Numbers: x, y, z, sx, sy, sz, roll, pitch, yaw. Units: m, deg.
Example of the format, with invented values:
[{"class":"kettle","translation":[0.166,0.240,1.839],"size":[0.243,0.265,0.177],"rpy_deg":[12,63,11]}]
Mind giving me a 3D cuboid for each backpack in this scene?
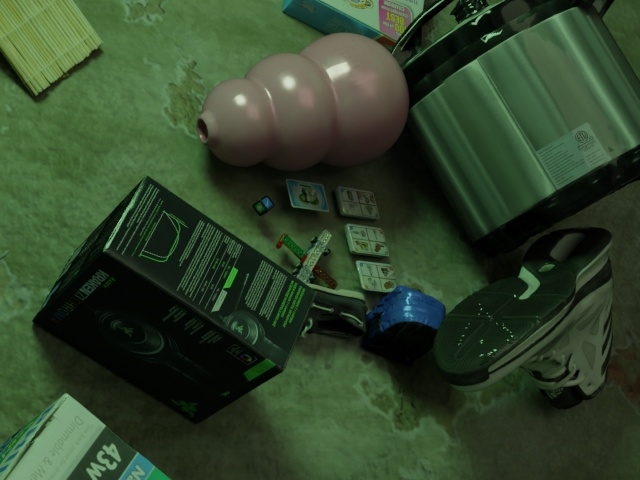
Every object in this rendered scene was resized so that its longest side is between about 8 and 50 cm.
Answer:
[{"class":"backpack","translation":[0.128,0.119,1.782],"size":[0.098,0.120,0.101],"rpy_deg":[18,59,-25]}]

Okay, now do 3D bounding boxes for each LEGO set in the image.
[{"class":"LEGO set","translation":[0.000,0.000,1.817],"size":[0.244,0.060,0.182],"rpy_deg":[7,60,-41]}]

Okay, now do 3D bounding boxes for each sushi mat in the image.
[{"class":"sushi mat","translation":[-0.438,-0.364,1.651],"size":[0.316,0.019,0.151],"rpy_deg":[56,47,-20]}]

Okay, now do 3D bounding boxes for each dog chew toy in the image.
[{"class":"dog chew toy","translation":[-0.032,-0.197,1.791],"size":[0.332,0.206,0.207],"rpy_deg":[-15,76,-30]}]

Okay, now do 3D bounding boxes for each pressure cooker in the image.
[{"class":"pressure cooker","translation":[0.323,-0.229,1.924],"size":[0.370,0.375,0.420],"rpy_deg":[-28,85,-37]}]

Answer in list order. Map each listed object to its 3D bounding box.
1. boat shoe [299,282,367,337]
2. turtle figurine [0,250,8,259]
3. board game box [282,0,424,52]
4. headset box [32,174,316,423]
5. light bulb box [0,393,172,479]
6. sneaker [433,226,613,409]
[{"class":"boat shoe","translation":[-0.014,0.107,1.724],"size":[0.206,0.075,0.065],"rpy_deg":[6,61,-37]},{"class":"turtle figurine","translation":[-0.484,0.008,1.437],"size":[0.234,0.118,0.175],"rpy_deg":[-46,137,-38]},{"class":"board game box","translation":[0.073,-0.481,2.081],"size":[0.242,0.064,0.316],"rpy_deg":[24,56,-22]},{"class":"headset box","translation":[-0.180,0.090,1.511],"size":[0.283,0.246,0.131],"rpy_deg":[35,52,-16]},{"class":"light bulb box","translation":[-0.329,0.392,1.183],"size":[0.225,0.361,0.358],"rpy_deg":[42,51,-10]},{"class":"sneaker","translation":[0.344,0.175,1.808],"size":[0.447,0.169,0.257],"rpy_deg":[-34,115,-45]}]
